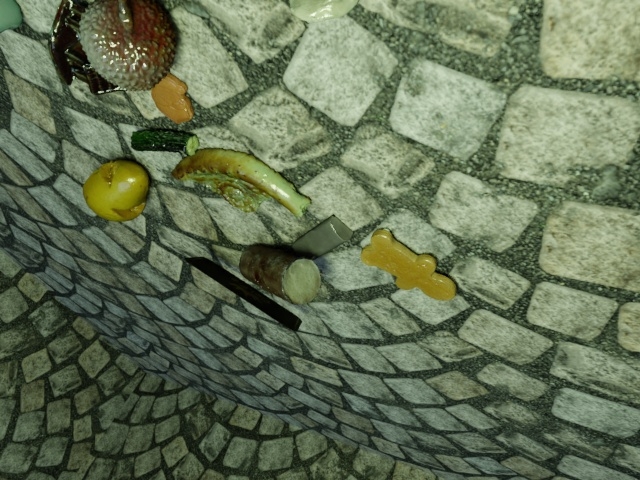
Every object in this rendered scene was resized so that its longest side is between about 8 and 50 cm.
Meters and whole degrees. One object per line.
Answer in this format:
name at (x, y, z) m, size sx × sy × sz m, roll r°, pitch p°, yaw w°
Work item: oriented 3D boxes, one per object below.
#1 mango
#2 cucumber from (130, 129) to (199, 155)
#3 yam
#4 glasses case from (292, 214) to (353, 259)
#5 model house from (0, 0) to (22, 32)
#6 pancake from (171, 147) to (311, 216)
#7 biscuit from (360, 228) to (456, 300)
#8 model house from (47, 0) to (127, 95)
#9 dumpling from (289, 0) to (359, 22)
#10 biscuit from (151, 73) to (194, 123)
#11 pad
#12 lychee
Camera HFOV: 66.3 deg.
mango at (-0.565, -0.140, 1.376) m, size 0.167 × 0.130 × 0.262 m, roll 37°, pitch 143°, yaw -16°
cucumber at (-0.371, -0.233, 1.159) m, size 0.187 × 0.058 × 0.058 m, roll 9°, pitch 142°, yaw 28°
yam at (-0.107, 0.082, 1.268) m, size 0.131 × 0.131 × 0.280 m, roll 48°, pitch 163°, yaw -27°
glasses case at (0.000, -0.001, 1.206) m, size 0.072 × 0.042 × 0.190 m, roll 45°, pitch 146°, yaw -9°
model house at (-0.867, -0.479, 0.985) m, size 0.329 × 0.295 × 0.252 m, roll 4°, pitch 136°, yaw 30°
pancake at (-0.200, -0.128, 1.173) m, size 0.376 × 0.054 × 0.197 m, roll 15°, pitch 146°, yaw 23°
biscuit at (0.208, 0.062, 1.132) m, size 0.240 × 0.035 × 0.158 m, roll 32°, pitch 150°, yaw -3°
model house at (-0.446, -0.374, 0.976) m, size 0.152 × 0.106 × 0.165 m, roll 27°, pitch 152°, yaw 7°
dumpling at (0.015, -0.372, 0.630) m, size 0.127 × 0.108 × 0.188 m, roll 6°, pitch 134°, yaw -9°
biscuit at (-0.322, -0.305, 1.056) m, size 0.102 × 0.019 × 0.130 m, roll 25°, pitch 148°, yaw 9°
pad at (-0.200, 0.127, 1.466) m, size 0.375 × 0.063 × 0.315 m, roll 33°, pitch 180°, yaw 1°
lychee at (-0.338, -0.355, 0.866) m, size 0.165 × 0.165 × 0.197 m, roll 35°, pitch 163°, yaw -8°
